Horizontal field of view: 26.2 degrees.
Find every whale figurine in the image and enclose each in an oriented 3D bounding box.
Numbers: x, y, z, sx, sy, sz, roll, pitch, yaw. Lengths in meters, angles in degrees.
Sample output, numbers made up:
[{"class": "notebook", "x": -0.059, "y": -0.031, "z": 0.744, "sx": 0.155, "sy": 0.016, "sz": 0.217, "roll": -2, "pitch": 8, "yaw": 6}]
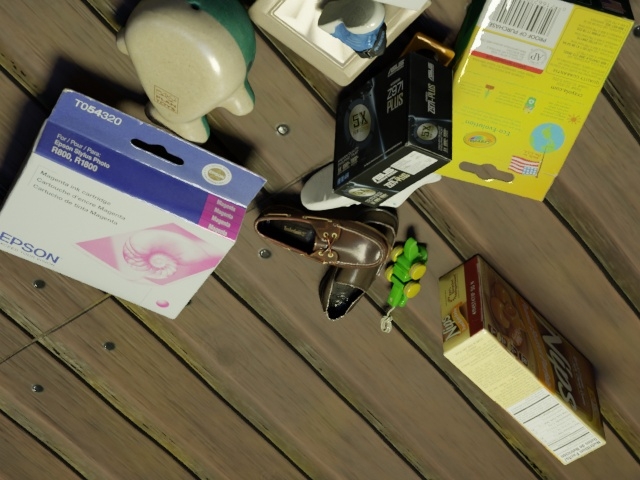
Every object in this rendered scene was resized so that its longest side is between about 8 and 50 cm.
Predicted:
[{"class": "whale figurine", "x": -0.175, "y": -0.247, "z": 1.892, "sx": 0.216, "sy": 0.141, "sz": 0.272, "roll": 28, "pitch": 149, "yaw": 7}]

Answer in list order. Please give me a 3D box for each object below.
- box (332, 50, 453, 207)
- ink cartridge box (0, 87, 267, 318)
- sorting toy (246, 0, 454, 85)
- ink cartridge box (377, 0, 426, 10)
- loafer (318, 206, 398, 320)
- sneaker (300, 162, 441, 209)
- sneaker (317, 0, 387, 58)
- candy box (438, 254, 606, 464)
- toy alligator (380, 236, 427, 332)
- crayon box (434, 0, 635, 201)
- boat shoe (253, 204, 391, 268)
[{"class": "box", "x": 0.098, "y": -0.150, "z": 1.891, "sx": 0.077, "sy": 0.147, "sz": 0.180, "roll": 19, "pitch": 151, "yaw": -29}, {"class": "ink cartridge box", "x": -0.294, "y": -0.041, "z": 2.040, "sx": 0.324, "sy": 0.071, "sz": 0.330, "roll": 24, "pitch": 138, "yaw": -15}, {"class": "sorting toy", "x": 0.026, "y": -0.322, "z": 1.867, "sx": 0.347, "sy": 0.047, "sz": 0.196, "roll": 35, "pitch": 126, "yaw": -22}, {"class": "ink cartridge box", "x": 0.007, "y": -0.447, "z": 1.591, "sx": 0.395, "sy": 0.166, "sz": 0.285, "roll": 8, "pitch": 147, "yaw": -26}, {"class": "loafer", "x": 0.062, "y": 0.043, "z": 2.127, "sx": 0.080, "sy": 0.078, "sz": 0.220, "roll": 16, "pitch": 127, "yaw": -11}, {"class": "sneaker", "x": 0.079, "y": -0.077, "z": 2.041, "sx": 0.212, "sy": 0.080, "sz": 0.094, "roll": -19, "pitch": 137, "yaw": 14}, {"class": "sneaker", "x": 0.064, "y": -0.277, "z": 1.794, "sx": 0.084, "sy": 0.152, "sz": 0.058, "roll": 29, "pitch": 81, "yaw": -26}, {"class": "candy box", "x": 0.318, "y": 0.190, "z": 2.169, "sx": 0.087, "sy": 0.183, "sz": 0.316, "roll": -35, "pitch": 120, "yaw": 26}, {"class": "toy alligator", "x": 0.136, "y": 0.065, "z": 2.164, "sx": 0.051, "sy": 0.056, "sz": 0.190, "roll": -20, "pitch": 138, "yaw": -36}, {"class": "crayon box", "x": 0.276, "y": -0.218, "z": 1.916, "sx": 0.202, "sy": 0.081, "sz": 0.318, "roll": 15, "pitch": 126, "yaw": -10}, {"class": "boat shoe", "x": 0.000, "y": 0.000, "z": 2.058, "sx": 0.207, "sy": 0.073, "sz": 0.073, "roll": 13, "pitch": 103, "yaw": 14}]
